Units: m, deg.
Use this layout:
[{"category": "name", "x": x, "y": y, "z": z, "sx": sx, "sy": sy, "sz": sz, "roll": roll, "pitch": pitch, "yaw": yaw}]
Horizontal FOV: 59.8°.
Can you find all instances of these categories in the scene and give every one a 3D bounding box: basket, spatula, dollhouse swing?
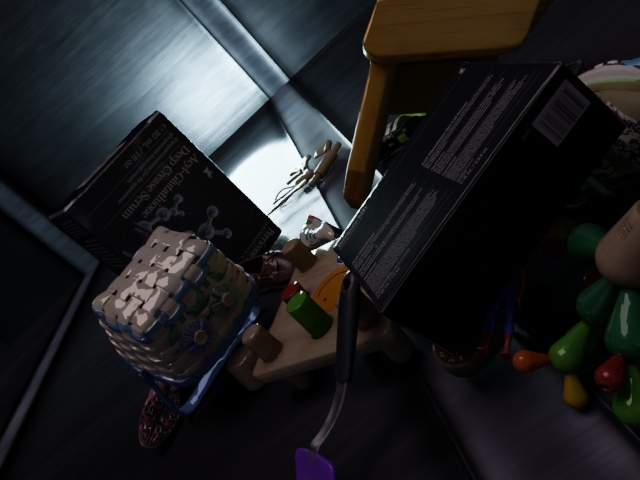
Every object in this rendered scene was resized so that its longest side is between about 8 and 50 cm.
[{"category": "basket", "x": -0.223, "y": 0.141, "z": 0.947, "sx": 0.201, "sy": 0.289, "sz": 0.255, "roll": 18, "pitch": 62, "yaw": 27}, {"category": "spatula", "x": 0.014, "y": 0.178, "z": 0.620, "sx": 0.084, "sy": 0.030, "sz": 0.297, "roll": -7, "pitch": 69, "yaw": 56}, {"category": "dollhouse swing", "x": 0.195, "y": -0.212, "z": 0.905, "sx": 0.315, "sy": 0.305, "sz": 0.347, "roll": -2, "pitch": -2, "yaw": 6}]

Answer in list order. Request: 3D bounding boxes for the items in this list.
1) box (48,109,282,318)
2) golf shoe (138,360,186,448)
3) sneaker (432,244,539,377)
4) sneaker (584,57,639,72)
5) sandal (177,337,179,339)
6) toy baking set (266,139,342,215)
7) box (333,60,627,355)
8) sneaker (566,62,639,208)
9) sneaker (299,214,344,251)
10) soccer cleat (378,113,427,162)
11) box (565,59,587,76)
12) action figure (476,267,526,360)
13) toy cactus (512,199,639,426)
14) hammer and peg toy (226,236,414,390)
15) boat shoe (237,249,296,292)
[{"category": "box", "x": -0.343, "y": -0.035, "z": 1.268, "sx": 0.212, "sy": 0.395, "sz": 0.294, "roll": -4, "pitch": 47, "yaw": 56}, {"category": "golf shoe", "x": -0.297, "y": 0.316, "z": 1.047, "sx": 0.186, "sy": 0.067, "sz": 0.086, "roll": -86, "pitch": 19, "yaw": -57}, {"category": "sneaker", "x": 0.185, "y": 0.064, "z": 0.611, "sx": 0.064, "sy": 0.086, "sz": 0.192, "roll": 21, "pitch": 71, "yaw": 34}, {"category": "sneaker", "x": 0.400, "y": -0.189, "z": 0.706, "sx": 0.190, "sy": 0.071, "sz": 0.083, "roll": -18, "pitch": 41, "yaw": 48}, {"category": "sandal", "x": -0.242, "y": 0.218, "z": 1.146, "sx": 0.179, "sy": 0.040, "sz": 0.067, "roll": 12, "pitch": 64, "yaw": 47}, {"category": "toy baking set", "x": -0.041, "y": -0.162, "z": 1.455, "sx": 0.196, "sy": 0.030, "sz": 0.256, "roll": -22, "pitch": 32, "yaw": 49}, {"category": "box", "x": 0.142, "y": -0.046, "z": 0.572, "sx": 0.261, "sy": 0.103, "sz": 0.184, "roll": -55, "pitch": 23, "yaw": 8}, {"category": "sneaker", "x": 0.271, "y": -0.072, "z": 0.663, "sx": 0.182, "sy": 0.158, "sz": 0.410, "roll": -60, "pitch": 18, "yaw": -8}, {"category": "sneaker", "x": 0.000, "y": 0.000, "z": 1.091, "sx": 0.075, "sy": 0.057, "sz": 0.161, "roll": -62, "pitch": 25, "yaw": 1}, {"category": "soccer cleat", "x": 0.152, "y": -0.216, "z": 1.177, "sx": 0.179, "sy": 0.060, "sz": 0.072, "roll": -38, "pitch": 25, "yaw": 8}, {"category": "box", "x": 0.354, "y": -0.223, "z": 0.888, "sx": 0.094, "sy": 0.027, "sz": 0.137, "roll": -2, "pitch": 47, "yaw": 56}, {"category": "action figure", "x": 0.180, "y": 0.057, "z": 0.546, "sx": 0.038, "sy": 0.030, "sz": 0.115, "roll": 2, "pitch": 59, "yaw": 31}, {"category": "toy cactus", "x": 0.238, "y": 0.037, "z": 0.480, "sx": 0.112, "sy": 0.181, "sz": 0.219, "roll": 9, "pitch": 47, "yaw": 6}, {"category": "hammer and peg toy", "x": -0.010, "y": 0.088, "z": 0.847, "sx": 0.361, "sy": 0.127, "sz": 0.266, "roll": -26, "pitch": 30, "yaw": 38}, {"category": "boat shoe", "x": -0.093, "y": 0.055, "z": 1.116, "sx": 0.207, "sy": 0.073, "sz": 0.073, "roll": -21, "pitch": 30, "yaw": 42}]
